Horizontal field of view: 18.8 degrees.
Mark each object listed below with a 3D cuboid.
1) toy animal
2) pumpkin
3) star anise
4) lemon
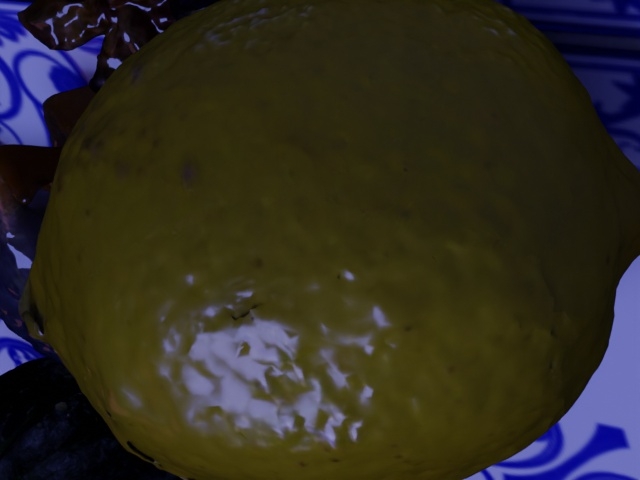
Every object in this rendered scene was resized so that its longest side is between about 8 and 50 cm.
[{"bbox_3d":[-0.142,0.003,1.168,0.298,0.122,0.185,9,138,37],"label":"toy animal"},{"bbox_3d":[-0.168,0.189,1.360,0.220,0.162,0.220,38,148,30],"label":"pumpkin"},{"bbox_3d":[-0.094,-0.123,1.033,0.168,0.057,0.168,25,141,22],"label":"star anise"},{"bbox_3d":[0.000,0.000,0.908,0.310,0.253,0.253,-8,132,12],"label":"lemon"}]
